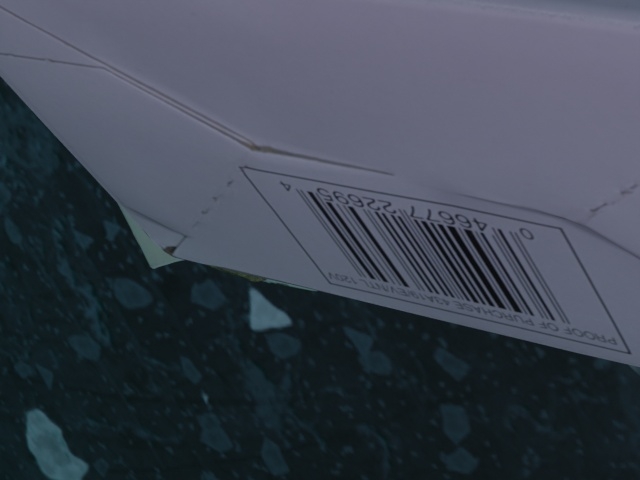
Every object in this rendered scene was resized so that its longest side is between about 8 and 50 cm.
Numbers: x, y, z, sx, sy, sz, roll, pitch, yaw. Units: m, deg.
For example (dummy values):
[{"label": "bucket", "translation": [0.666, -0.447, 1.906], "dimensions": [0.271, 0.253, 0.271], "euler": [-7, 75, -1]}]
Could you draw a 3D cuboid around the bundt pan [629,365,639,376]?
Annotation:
[{"label": "bundt pan", "translation": [0.206, -0.052, 0.841], "dimensions": [0.330, 0.124, 0.331], "euler": [20, 127, 29]}]

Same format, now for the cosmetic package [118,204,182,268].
[{"label": "cosmetic package", "translation": [-0.076, -0.154, 0.989], "dimensions": [0.129, 0.153, 0.296], "euler": [-13, 109, 44]}]

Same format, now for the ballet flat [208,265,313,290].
[{"label": "ballet flat", "translation": [0.000, 0.000, 1.086], "dimensions": [0.206, 0.073, 0.067], "euler": [-12, 123, 47]}]

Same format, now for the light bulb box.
[{"label": "light bulb box", "translation": [0.102, -0.168, 0.646], "dimensions": [0.358, 0.361, 0.225], "euler": [13, 156, 34]}]
